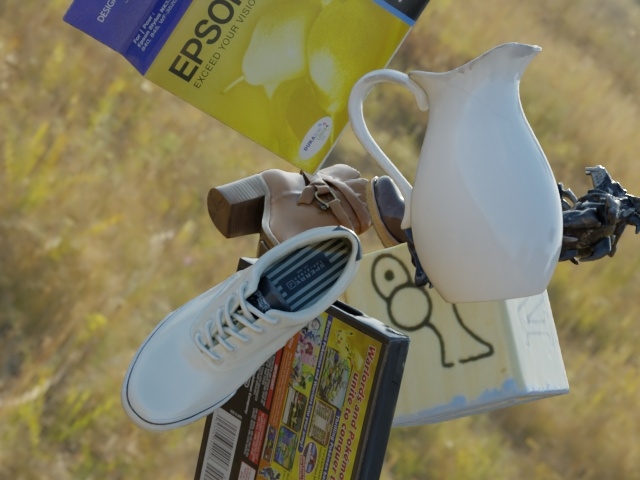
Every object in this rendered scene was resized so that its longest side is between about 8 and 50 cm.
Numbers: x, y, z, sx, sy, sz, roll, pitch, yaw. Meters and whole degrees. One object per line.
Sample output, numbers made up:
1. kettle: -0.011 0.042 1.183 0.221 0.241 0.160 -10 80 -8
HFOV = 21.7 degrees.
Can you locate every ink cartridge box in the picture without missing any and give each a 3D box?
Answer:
1. ink cartridge box: -0.049 -0.265 1.687 0.307 0.303 0.072 28 12 -29

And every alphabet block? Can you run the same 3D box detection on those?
1. alphabet block: 0.155 0.101 1.917 0.193 0.192 0.197 11 66 -66

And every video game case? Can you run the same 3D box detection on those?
1. video game case: -0.026 0.185 1.701 0.035 0.275 0.248 1 17 -40

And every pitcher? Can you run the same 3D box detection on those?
1. pitcher: 0.112 -0.052 1.408 0.178 0.207 0.125 -6 1 29

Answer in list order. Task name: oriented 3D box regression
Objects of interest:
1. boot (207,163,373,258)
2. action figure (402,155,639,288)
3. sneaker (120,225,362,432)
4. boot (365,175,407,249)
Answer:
1. boot: 0.000 0.000 2.268 0.220 0.109 0.283 -13 41 -28
2. action figure: 0.224 -0.035 1.763 0.164 0.276 0.141 63 17 -74
3. sneaker: -0.070 0.067 1.462 0.094 0.258 0.091 47 -16 6
4. boot: 0.184 -0.024 2.126 0.090 0.207 0.248 40 21 -56
